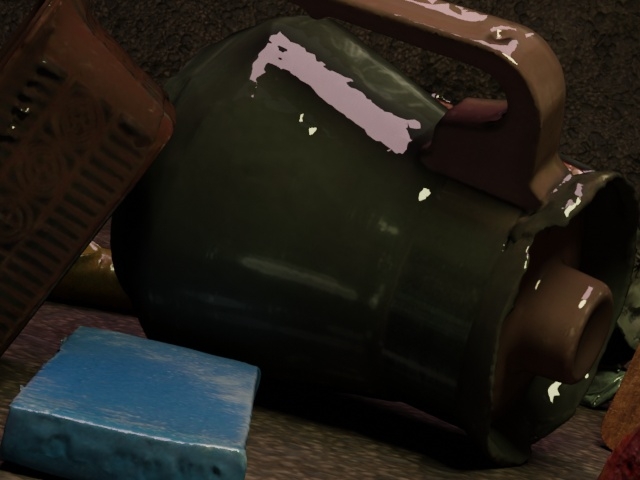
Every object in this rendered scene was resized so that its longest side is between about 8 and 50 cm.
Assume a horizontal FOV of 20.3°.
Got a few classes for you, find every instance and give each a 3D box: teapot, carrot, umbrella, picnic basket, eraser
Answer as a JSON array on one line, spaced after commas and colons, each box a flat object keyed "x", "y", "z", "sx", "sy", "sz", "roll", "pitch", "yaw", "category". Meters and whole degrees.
[{"x": 0.053, "y": -0.023, "z": 1.365, "sx": 0.362, "sy": 0.376, "sz": 0.305, "roll": 22, "pitch": 42, "yaw": 23, "category": "teapot"}, {"x": -0.214, "y": 0.030, "z": 1.671, "sx": 0.342, "sy": 0.070, "sz": 0.070, "roll": 11, "pitch": 5, "yaw": -18, "category": "carrot"}, {"x": 0.236, "y": 0.133, "z": 1.735, "sx": 0.188, "sy": 0.050, "sz": 0.046, "roll": 13, "pitch": -15, "yaw": 18, "category": "umbrella"}, {"x": -0.216, "y": -0.037, "z": 1.251, "sx": 0.129, "sy": 0.297, "sz": 0.222, "roll": 37, "pitch": 5, "yaw": -11, "category": "picnic basket"}, {"x": -0.114, "y": 0.109, "z": 1.162, "sx": 0.144, "sy": 0.042, "sz": 0.312, "roll": 13, "pitch": 5, "yaw": -2, "category": "eraser"}]

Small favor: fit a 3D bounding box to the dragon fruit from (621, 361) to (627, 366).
[{"x": 0.269, "y": 0.086, "z": 1.919, "sx": 0.224, "sy": 0.148, "sz": 0.218, "roll": 3, "pitch": -24, "yaw": -10, "category": "dragon fruit"}]

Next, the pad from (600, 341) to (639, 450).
[{"x": 0.376, "y": 0.043, "z": 1.463, "sx": 0.250, "sy": 0.323, "sz": 0.055, "roll": 8, "pitch": -11, "yaw": 44, "category": "pad"}]

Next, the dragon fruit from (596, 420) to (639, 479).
[{"x": 0.319, "y": 0.162, "z": 1.136, "sx": 0.262, "sy": 0.189, "sz": 0.163, "roll": 21, "pitch": 40, "yaw": 39, "category": "dragon fruit"}]

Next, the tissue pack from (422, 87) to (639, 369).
[{"x": 0.175, "y": -0.029, "z": 1.732, "sx": 0.332, "sy": 0.123, "sz": 0.245, "roll": 33, "pitch": -8, "yaw": 45, "category": "tissue pack"}]
